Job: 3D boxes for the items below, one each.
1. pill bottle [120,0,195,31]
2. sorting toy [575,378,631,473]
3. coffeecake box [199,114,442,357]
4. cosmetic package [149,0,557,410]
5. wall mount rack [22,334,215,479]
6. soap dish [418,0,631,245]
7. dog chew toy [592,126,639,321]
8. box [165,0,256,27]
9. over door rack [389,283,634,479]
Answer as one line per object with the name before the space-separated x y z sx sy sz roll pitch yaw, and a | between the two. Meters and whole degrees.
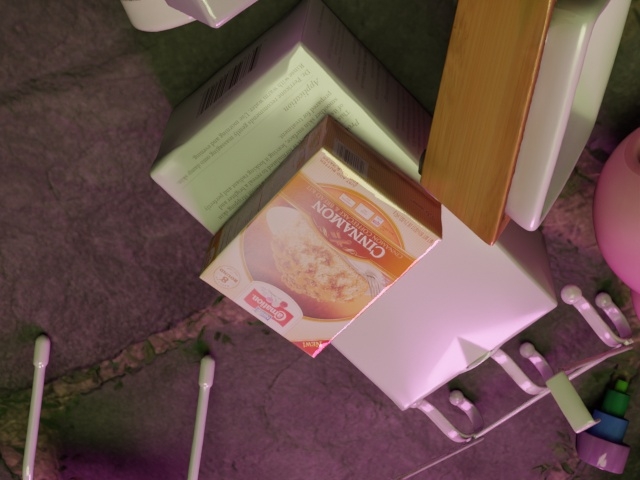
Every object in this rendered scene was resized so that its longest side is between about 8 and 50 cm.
pill bottle | -0.157 -0.319 1.043 0.131 0.131 0.229 -16 118 13
sorting toy | 0.486 0.250 1.363 0.365 0.127 0.126 18 91 -3
coffeecake box | 0.000 0.000 1.076 0.142 0.068 0.185 36 119 -17
cosmetic package | 0.042 -0.032 1.184 0.217 0.156 0.385 -36 113 22
wall mount rack | -0.250 0.282 1.410 0.350 0.130 0.304 6 124 1
soap dish | 0.192 -0.161 1.034 0.118 0.291 0.229 19 123 16
dog chew toy | 0.403 0.030 1.172 0.206 0.207 0.332 -18 125 14
box | -0.018 -0.359 0.913 0.345 0.168 0.215 -35 115 -7
over door rack | 0.191 0.158 1.202 0.239 0.324 0.108 -38 85 24
